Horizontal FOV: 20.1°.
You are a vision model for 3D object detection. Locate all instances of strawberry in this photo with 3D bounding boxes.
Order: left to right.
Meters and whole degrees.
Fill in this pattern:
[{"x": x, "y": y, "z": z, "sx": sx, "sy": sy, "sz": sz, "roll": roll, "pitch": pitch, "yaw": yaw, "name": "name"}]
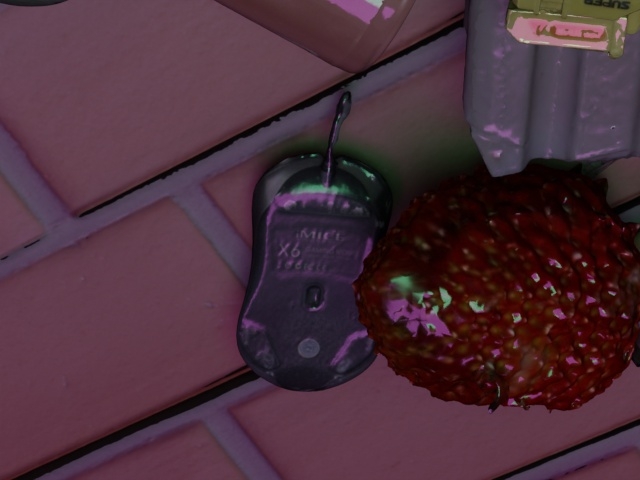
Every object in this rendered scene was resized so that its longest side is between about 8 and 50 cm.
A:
[{"x": 0.184, "y": 0.072, "z": 1.871, "sx": 0.292, "sy": 0.343, "sz": 0.292, "roll": 13, "pitch": 116, "yaw": 29, "name": "strawberry"}]

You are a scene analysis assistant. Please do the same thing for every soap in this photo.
[{"x": 0.313, "y": -0.293, "z": 1.703, "sx": 0.350, "sy": 0.213, "sz": 0.435, "roll": 2, "pitch": 124, "yaw": 5, "name": "soap"}]

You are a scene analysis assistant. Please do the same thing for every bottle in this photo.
[{"x": -0.057, "y": -0.292, "z": 1.759, "sx": 0.297, "sy": 0.173, "sz": 0.206, "roll": 26, "pitch": 154, "yaw": -13, "name": "bottle"}]

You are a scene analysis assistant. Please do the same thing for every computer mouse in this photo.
[{"x": 0.000, "y": 0.000, "z": 1.995, "sx": 0.167, "sy": 0.090, "sz": 0.379, "roll": 7, "pitch": 118, "yaw": -8, "name": "computer mouse"}]

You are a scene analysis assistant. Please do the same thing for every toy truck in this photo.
[{"x": 0.287, "y": -0.232, "z": 1.549, "sx": 0.272, "sy": 0.124, "sz": 0.157, "roll": 6, "pitch": 123, "yaw": 1, "name": "toy truck"}]

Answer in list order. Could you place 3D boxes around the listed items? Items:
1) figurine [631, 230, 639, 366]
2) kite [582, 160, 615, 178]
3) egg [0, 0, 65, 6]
[{"x": 0.390, "y": 0.067, "z": 2.019, "sx": 0.114, "sy": 0.108, "sz": 0.196, "roll": 7, "pitch": 142, "yaw": 11, "name": "figurine"}, {"x": 0.292, "y": -0.123, "z": 1.940, "sx": 0.156, "sy": 0.011, "sz": 0.139, "roll": 2, "pitch": 122, "yaw": 2, "name": "kite"}, {"x": -0.316, "y": -0.324, "z": 1.744, "sx": 0.236, "sy": 0.169, "sz": 0.169, "roll": 41, "pitch": 117, "yaw": -16, "name": "egg"}]
